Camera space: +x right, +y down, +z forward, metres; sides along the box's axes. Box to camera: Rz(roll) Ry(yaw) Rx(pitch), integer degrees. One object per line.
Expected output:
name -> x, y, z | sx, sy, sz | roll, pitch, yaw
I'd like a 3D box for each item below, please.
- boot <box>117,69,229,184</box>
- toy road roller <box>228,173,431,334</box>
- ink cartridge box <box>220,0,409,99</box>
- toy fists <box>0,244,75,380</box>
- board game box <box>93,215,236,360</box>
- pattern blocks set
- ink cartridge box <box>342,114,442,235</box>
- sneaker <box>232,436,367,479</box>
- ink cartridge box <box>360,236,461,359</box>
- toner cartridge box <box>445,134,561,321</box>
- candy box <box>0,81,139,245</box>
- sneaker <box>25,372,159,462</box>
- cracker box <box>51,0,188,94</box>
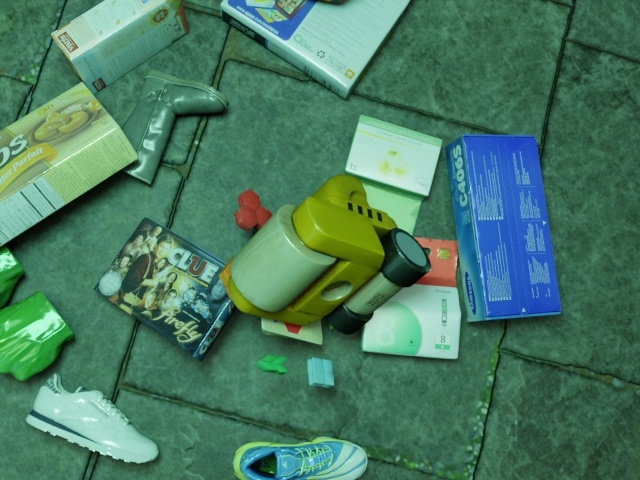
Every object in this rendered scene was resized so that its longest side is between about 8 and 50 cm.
boot -> -0.291, -0.204, 1.263 | 0.189, 0.076, 0.208 | 15, 72, 12
toy road roller -> 0.000, 0.000, 1.130 | 0.329, 0.202, 0.240 | 15, 41, -43
ink cartridge box -> 0.009, -0.490, 1.348 | 0.303, 0.072, 0.307 | 33, 76, 2
toy fists -> -0.564, 0.116, 1.172 | 0.142, 0.096, 0.279 | -37, 84, -23
board game box -> -0.262, 0.080, 1.188 | 0.243, 0.042, 0.165 | 27, 77, 22
pattern blocks set -> -0.057, 0.090, 1.177 | 0.285, 0.026, 0.325 | 29, 47, -33
ink cartridge box -> 0.123, -0.106, 1.298 | 0.171, 0.056, 0.235 | 17, 77, -3
sneaker -> -0.032, 0.393, 1.157 | 0.240, 0.126, 0.091 | -2, 80, -5
ink cartridge box -> 0.173, 0.103, 1.258 | 0.181, 0.056, 0.225 | 6, 86, -4
toner cartridge box -> 0.346, -0.025, 1.278 | 0.165, 0.075, 0.348 | -2, 80, -17
candy box -> -0.504, -0.131, 1.180 | 0.316, 0.087, 0.183 | -36, 51, -11
sneaker -> -0.384, 0.313, 1.162 | 0.235, 0.090, 0.095 | 23, 69, -3
cracker box -> -0.364, -0.385, 1.246 | 0.232, 0.156, 0.067 | -37, 85, -11
